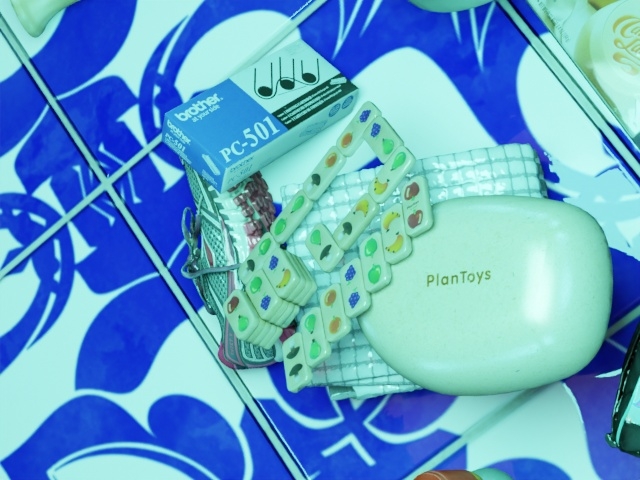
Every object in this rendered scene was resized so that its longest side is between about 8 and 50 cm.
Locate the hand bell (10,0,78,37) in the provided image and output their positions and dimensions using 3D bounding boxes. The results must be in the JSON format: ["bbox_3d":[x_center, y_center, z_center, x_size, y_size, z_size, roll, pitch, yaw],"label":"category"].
[{"bbox_3d":[-0.248,-0.337,1.571,0.242,0.126,0.126,-15,79,4],"label":"hand bell"}]

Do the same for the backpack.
[{"bbox_3d":[0.363,0.117,1.254,0.144,0.166,0.188,12,92,19],"label":"backpack"}]

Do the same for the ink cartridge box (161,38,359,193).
[{"bbox_3d":[-0.064,-0.139,1.427,0.097,0.046,0.207,42,54,19],"label":"ink cartridge box"}]

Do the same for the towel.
[{"bbox_3d":[0.112,0.037,1.381,0.283,0.121,0.235,-11,82,17],"label":"towel"}]

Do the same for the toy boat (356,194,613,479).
[{"bbox_3d":[0.148,0.117,1.227,0.267,0.148,0.318,0,78,37],"label":"toy boat"}]

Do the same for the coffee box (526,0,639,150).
[{"bbox_3d":[0.309,-0.234,1.345,0.141,0.098,0.246,-36,74,13],"label":"coffee box"}]

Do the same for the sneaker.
[{"bbox_3d":[-0.109,-0.001,1.460,0.112,0.121,0.299,-25,77,18],"label":"sneaker"}]

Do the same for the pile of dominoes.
[{"bbox_3d":[0.000,0.000,1.277,0.251,0.040,0.196,-53,38,16],"label":"pile of dominoes"}]

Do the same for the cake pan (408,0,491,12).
[{"bbox_3d":[0.172,-0.352,1.359,0.293,0.054,0.293,-26,42,27],"label":"cake pan"}]
